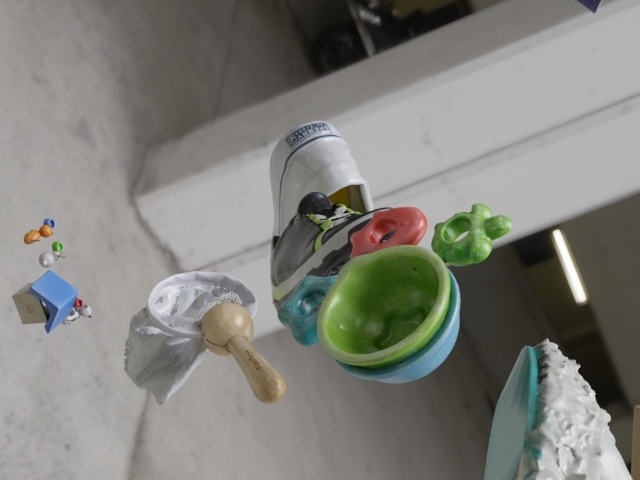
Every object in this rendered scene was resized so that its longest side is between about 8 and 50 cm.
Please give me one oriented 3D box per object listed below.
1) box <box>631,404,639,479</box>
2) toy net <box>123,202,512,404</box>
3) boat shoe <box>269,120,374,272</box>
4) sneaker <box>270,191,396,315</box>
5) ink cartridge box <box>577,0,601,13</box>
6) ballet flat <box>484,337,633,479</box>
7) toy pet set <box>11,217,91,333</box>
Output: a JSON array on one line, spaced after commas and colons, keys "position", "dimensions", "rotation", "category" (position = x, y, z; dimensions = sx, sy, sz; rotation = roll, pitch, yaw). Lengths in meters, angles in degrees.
[{"position": [0.444, 0.307, 1.506], "dimensions": [0.201, 0.021, 0.164], "rotation": [-153, -118, -73], "category": "box"}, {"position": [-0.021, 0.026, 0.630], "dimensions": [0.045, 0.232, 0.122], "rotation": [50, 47, -38], "category": "toy net"}, {"position": [0.028, 0.029, 1.504], "dimensions": [0.156, 0.136, 0.367], "rotation": [55, -21, 36], "category": "boat shoe"}, {"position": [0.000, 0.000, 1.057], "dimensions": [0.234, 0.084, 0.097], "rotation": [-39, -119, 61], "category": "sneaker"}, {"position": [0.282, -0.401, 1.165], "dimensions": [0.065, 0.333, 0.165], "rotation": [12, 24, -27], "category": "ink cartridge box"}, {"position": [0.188, 0.235, 0.959], "dimensions": [0.147, 0.147, 0.409], "rotation": [64, 24, -21], "category": "ballet flat"}, {"position": [-0.304, 0.047, 1.425], "dimensions": [0.114, 0.065, 0.122], "rotation": [-49, 128, -56], "category": "toy pet set"}]
